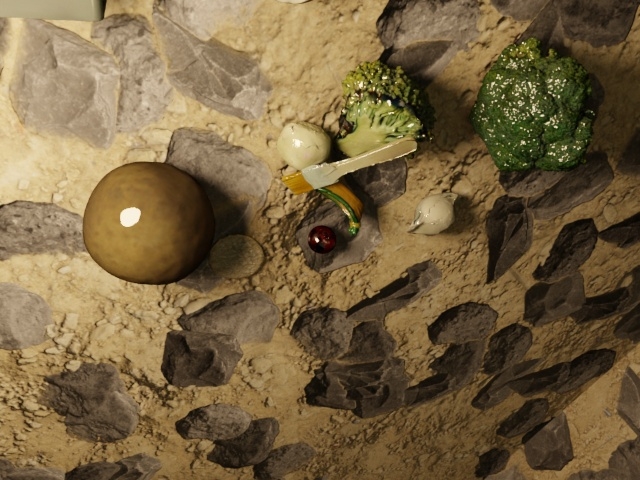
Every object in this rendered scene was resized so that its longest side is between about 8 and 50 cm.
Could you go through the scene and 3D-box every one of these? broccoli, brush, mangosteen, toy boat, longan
[{"bbox_3d":[0.148,-0.315,1.250,0.242,0.273,0.180,31,66,-22],"label":"broccoli"},{"bbox_3d":[0.068,-0.177,1.233,0.336,0.020,0.085,-15,144,22],"label":"brush"},{"bbox_3d":[0.539,-0.320,1.286,0.283,0.303,0.321,-29,137,-35],"label":"broccoli"},{"bbox_3d":[0.001,-0.001,1.441,0.080,0.081,0.081,-8,126,-11],"label":"mangosteen"},{"bbox_3d":[0.028,-0.107,1.361,0.229,0.089,0.088,39,84,-15],"label":"toy boat"},{"bbox_3d":[-0.386,-0.031,1.188,0.297,0.297,0.297,-8,126,-11],"label":"longan"}]

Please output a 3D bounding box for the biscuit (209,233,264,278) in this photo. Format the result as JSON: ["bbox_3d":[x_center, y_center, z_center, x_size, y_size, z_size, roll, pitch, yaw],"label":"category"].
[{"bbox_3d":[-0.230,0.046,1.437,0.152,0.020,0.152,-7,125,-10],"label":"biscuit"}]

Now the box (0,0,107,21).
[{"bbox_3d":[-0.490,-0.475,0.919,0.243,0.163,0.135,-3,133,-16],"label":"box"}]

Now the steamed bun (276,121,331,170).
[{"bbox_3d":[-0.037,-0.221,1.266,0.129,0.091,0.113,14,121,-25],"label":"steamed bun"}]

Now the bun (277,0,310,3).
[{"bbox_3d":[-0.049,-0.556,1.010,0.172,0.120,0.173,11,150,6],"label":"bun"}]

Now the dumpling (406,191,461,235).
[{"bbox_3d":[0.322,-0.063,1.486,0.188,0.108,0.127,-35,152,-12],"label":"dumpling"}]
